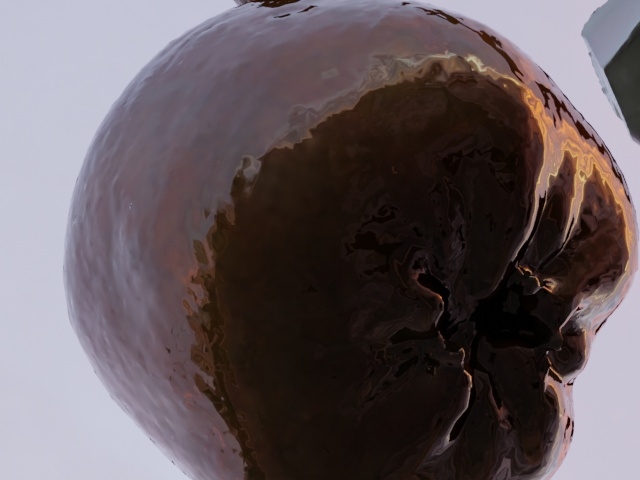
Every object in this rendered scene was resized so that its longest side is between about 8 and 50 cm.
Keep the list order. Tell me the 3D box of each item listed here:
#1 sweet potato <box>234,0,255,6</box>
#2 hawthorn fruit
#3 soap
[{"bbox_3d":[-0.056,-0.301,1.338,0.109,0.109,0.385,-21,-84,-22],"label":"sweet potato"},{"bbox_3d":[0.000,0.000,0.853,0.267,0.301,0.268,-18,-61,-35],"label":"hawthorn fruit"},{"bbox_3d":[0.342,-0.139,1.519,0.230,0.091,0.145,33,-71,-13],"label":"soap"}]
